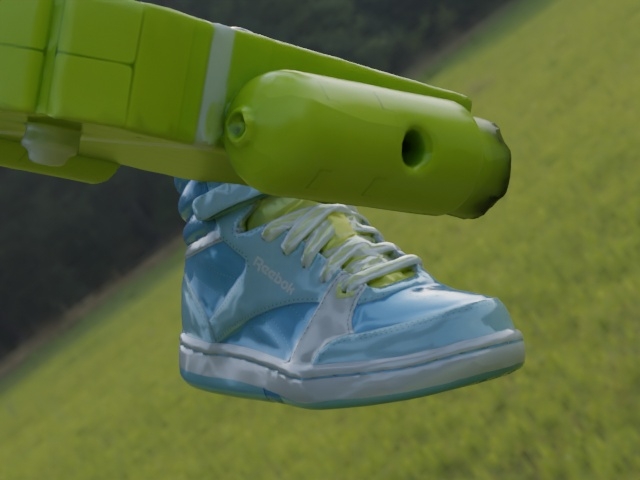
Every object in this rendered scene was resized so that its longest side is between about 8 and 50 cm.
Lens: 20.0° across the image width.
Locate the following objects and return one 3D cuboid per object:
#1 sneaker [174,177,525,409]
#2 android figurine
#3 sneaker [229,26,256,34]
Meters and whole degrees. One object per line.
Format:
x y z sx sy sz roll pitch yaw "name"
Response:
0.000 0.000 1.210 0.127 0.208 0.319 -10 6 -40 "sneaker"
-0.063 -0.048 0.678 0.273 0.056 0.248 9 -1 -44 "android figurine"
-0.027 -0.028 1.436 0.106 0.281 0.162 -14 1 18 "sneaker"
